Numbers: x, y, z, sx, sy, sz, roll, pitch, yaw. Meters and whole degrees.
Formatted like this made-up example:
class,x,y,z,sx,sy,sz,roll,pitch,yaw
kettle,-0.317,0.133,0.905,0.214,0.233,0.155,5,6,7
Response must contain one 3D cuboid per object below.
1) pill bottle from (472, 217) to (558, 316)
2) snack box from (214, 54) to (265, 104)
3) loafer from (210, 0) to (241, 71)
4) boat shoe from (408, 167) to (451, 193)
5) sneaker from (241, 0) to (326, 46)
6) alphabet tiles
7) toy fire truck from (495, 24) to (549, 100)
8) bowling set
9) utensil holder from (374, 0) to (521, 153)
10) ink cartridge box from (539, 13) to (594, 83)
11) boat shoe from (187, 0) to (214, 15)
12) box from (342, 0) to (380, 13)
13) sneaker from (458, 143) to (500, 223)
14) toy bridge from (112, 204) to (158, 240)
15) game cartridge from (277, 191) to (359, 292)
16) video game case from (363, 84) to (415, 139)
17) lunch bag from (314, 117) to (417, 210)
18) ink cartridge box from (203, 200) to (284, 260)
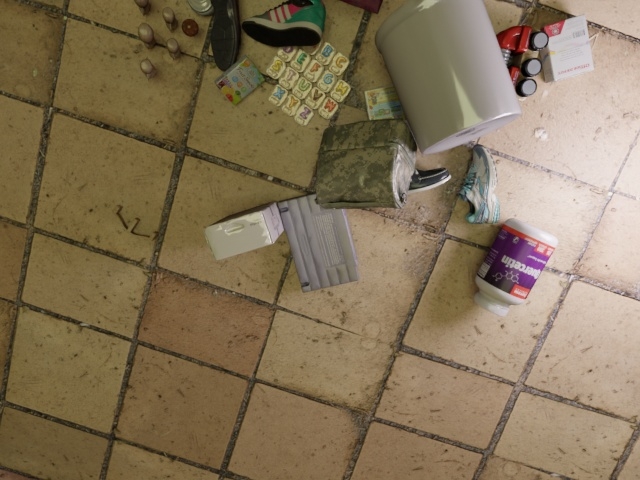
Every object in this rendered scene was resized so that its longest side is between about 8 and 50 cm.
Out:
class,x,y,z,sx,sy,sz,roll,pitch,yaw
pill bottle,0.663,0.096,1.518,0.182,0.181,0.322,23,102,-1
snack box,-0.275,-0.546,1.490,0.141,0.037,0.100,-36,137,9
loafer,-0.300,-0.724,1.450,0.109,0.095,0.302,16,120,25
boat shoe,0.293,-0.209,1.511,0.303,0.114,0.091,-16,105,7
sneaker,-0.106,-0.742,1.422,0.296,0.124,0.178,15,78,23
alphabet tiles,-0.043,-0.554,1.507,0.284,0.021,0.277,37,102,-4
toy fire truck,0.562,-0.576,1.413,0.247,0.158,0.216,7,103,-8
bowling set,-0.512,-0.683,1.467,0.200,0.154,0.286,-1,101,-15
utensil holder,0.378,-0.491,1.302,0.328,0.327,0.384,-19,88,8
ink cartridge box,0.789,-0.615,1.412,0.128,0.072,0.174,-15,101,6
boat shoe,-0.399,-0.924,1.381,0.136,0.156,0.366,2,102,4
box,0.090,-0.825,1.341,0.243,0.213,0.117,20,102,-1
sneaker,0.540,-0.186,1.504,0.122,0.110,0.282,-10,101,9
toy bridge,-0.710,-0.057,1.654,0.188,0.026,0.063,36,103,-4
game cartridge,0.000,0.000,1.605,0.231,0.068,0.354,-14,101,3
video game case,0.279,-0.435,1.509,0.227,0.026,0.206,-10,101,7
lunch bag,0.138,-0.222,1.398,0.306,0.212,0.255,3,70,27
ink cartridge box,-0.250,-0.040,1.496,0.208,0.283,0.117,-16,100,7
